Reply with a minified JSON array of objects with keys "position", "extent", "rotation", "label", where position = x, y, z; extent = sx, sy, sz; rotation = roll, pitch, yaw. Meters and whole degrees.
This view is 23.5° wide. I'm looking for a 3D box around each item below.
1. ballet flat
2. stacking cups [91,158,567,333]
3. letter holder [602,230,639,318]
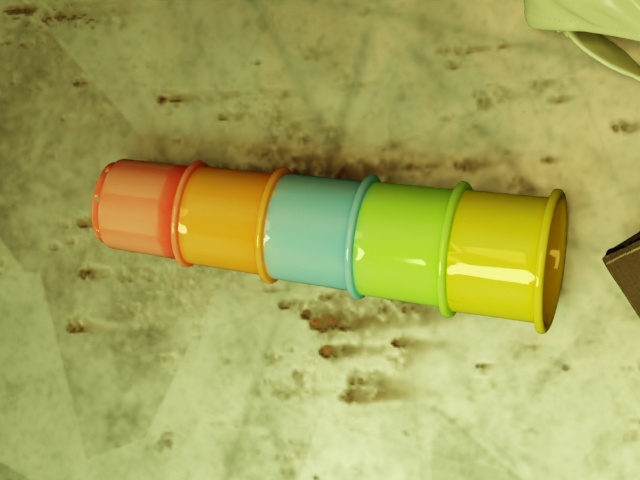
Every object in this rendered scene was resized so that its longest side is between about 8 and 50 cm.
[{"position":[0.241,-0.130,0.972],"extent":[0.248,0.086,0.086],"rotation":[21,98,14],"label":"ballet flat"},{"position":[0.000,0.000,1.026],"extent":[0.316,0.096,0.096],"rotation":[5,94,15],"label":"stacking cups"},{"position":[0.317,0.088,0.868],"extent":[0.152,0.214,0.302],"rotation":[-31,85,-2],"label":"letter holder"}]
